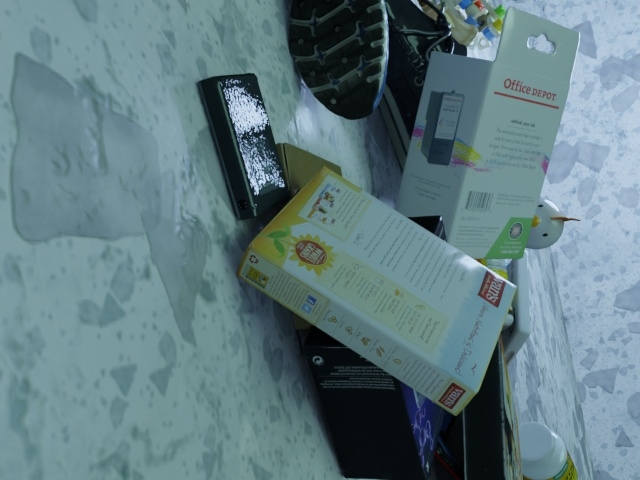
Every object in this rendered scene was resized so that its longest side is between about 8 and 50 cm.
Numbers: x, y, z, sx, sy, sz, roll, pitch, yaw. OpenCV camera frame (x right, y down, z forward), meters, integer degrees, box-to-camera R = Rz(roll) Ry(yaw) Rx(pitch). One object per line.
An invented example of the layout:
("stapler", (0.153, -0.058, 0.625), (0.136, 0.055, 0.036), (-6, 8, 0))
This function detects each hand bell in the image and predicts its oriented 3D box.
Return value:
("hand bell", (0.207, -0.492, 1.544), (0.242, 0.126, 0.126), (51, 33, -27))

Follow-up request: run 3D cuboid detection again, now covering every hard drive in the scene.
("hard drive", (-0.071, -0.095, 0.749), (0.094, 0.022, 0.135), (-34, 111, -66))

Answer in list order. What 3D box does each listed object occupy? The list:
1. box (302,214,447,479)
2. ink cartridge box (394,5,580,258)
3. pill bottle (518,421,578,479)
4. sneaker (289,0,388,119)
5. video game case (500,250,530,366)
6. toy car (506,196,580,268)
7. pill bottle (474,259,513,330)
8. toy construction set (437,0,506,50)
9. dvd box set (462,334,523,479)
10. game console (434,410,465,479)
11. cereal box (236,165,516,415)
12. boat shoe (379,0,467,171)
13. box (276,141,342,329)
("box", (0.086, 0.113, 0.874), (0.261, 0.103, 0.184), (-59, 142, -53))
("ink cartridge box", (0.246, -0.156, 1.138), (0.207, 0.119, 0.353), (2, 106, -42))
("pill bottle", (0.482, 0.477, 1.655), (0.208, 0.117, 0.118), (56, 31, -42))
("sneaker", (0.035, -0.311, 0.976), (0.147, 0.129, 0.330), (14, 66, -63))
("video game case", (0.345, 0.161, 1.454), (0.227, 0.026, 0.206), (-74, -177, -49))
("toy car", (0.423, -0.033, 1.613), (0.210, 0.238, 0.219), (10, 69, -66))
("pill bottle", (0.275, 0.056, 1.374), (0.117, 0.117, 0.215), (35, 47, -59))
("toy construction set", (0.393, -0.587, 1.938), (0.215, 0.151, 0.327), (52, 15, 2))
("dvd box set", (0.284, 0.359, 1.229), (0.420, 0.062, 0.308), (64, 26, -52))
("game console", (0.189, 0.261, 1.096), (0.144, 0.085, 0.124), (52, 4, -46))
("cereal box", (0.062, 0.040, 0.739), (0.240, 0.047, 0.173), (33, 39, 6))
("boat shoe", (0.151, -0.299, 1.214), (0.500, 0.156, 0.187), (63, 28, -29))
("box", (0.000, 0.000, 0.873), (0.164, 0.021, 0.201), (11, 68, -66))
